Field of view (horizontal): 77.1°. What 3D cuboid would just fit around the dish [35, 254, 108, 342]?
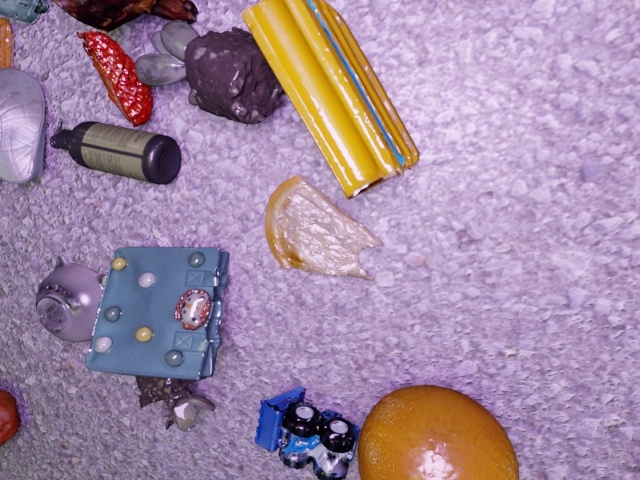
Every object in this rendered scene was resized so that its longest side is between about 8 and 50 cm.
[{"bbox_3d":[-0.612,0.152,0.964,0.237,0.086,0.227,-5,101,16],"label":"dish"}]

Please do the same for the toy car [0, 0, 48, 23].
[{"bbox_3d":[-0.585,-0.552,0.800,0.076,0.090,0.224,43,109,9],"label":"toy car"}]

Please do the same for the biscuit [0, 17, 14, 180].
[{"bbox_3d":[-0.760,-0.312,0.918,0.094,0.054,0.378,16,106,10],"label":"biscuit"}]

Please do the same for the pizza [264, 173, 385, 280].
[{"bbox_3d":[0.000,0.000,0.792,0.262,0.034,0.181,33,108,6],"label":"pizza"}]

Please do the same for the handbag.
[{"bbox_3d":[-0.332,0.137,0.817,0.275,0.100,0.268,-1,68,18],"label":"handbag"}]

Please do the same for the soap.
[{"bbox_3d":[0.033,-0.232,0.646,0.096,0.204,0.324,-29,93,29],"label":"soap"}]

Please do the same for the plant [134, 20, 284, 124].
[{"bbox_3d":[-0.198,-0.309,0.723,0.275,0.146,0.149,25,138,23],"label":"plant"}]

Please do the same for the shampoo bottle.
[{"bbox_3d":[-0.436,-0.190,0.833,0.284,0.101,0.101,13,105,12],"label":"shampoo bottle"}]

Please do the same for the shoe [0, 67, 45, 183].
[{"bbox_3d":[-0.675,-0.247,0.897,0.100,0.103,0.250,-1,89,59],"label":"shoe"}]

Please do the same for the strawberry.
[{"bbox_3d":[-0.372,-0.306,0.763,0.082,0.188,0.121,-32,58,-19],"label":"strawberry"}]

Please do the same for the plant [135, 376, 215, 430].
[{"bbox_3d":[-0.330,0.319,0.902,0.143,0.131,0.203,-32,93,16],"label":"plant"}]

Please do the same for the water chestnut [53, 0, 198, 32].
[{"bbox_3d":[-0.329,-0.481,0.677,0.300,0.300,0.299,3,103,14],"label":"water chestnut"}]

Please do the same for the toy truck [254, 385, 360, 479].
[{"bbox_3d":[-0.025,0.393,0.839,0.208,0.126,0.113,15,106,16],"label":"toy truck"}]

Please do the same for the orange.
[{"bbox_3d":[0.197,0.389,0.705,0.275,0.274,0.274,3,103,14],"label":"orange"}]

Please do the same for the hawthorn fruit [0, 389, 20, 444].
[{"bbox_3d":[-0.939,0.513,1.050,0.208,0.243,0.207,1,108,2],"label":"hawthorn fruit"}]
